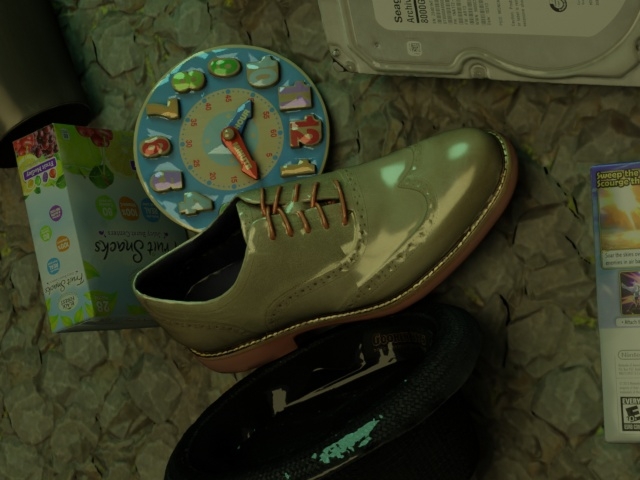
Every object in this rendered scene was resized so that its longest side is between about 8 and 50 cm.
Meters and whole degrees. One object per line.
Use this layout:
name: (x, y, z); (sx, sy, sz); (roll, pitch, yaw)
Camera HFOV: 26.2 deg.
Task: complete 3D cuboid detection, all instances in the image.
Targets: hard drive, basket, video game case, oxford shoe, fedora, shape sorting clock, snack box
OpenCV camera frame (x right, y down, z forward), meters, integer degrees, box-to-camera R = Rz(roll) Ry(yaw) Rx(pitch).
hard drive: (0.147, -0.255, 1.217); (0.339, 0.064, 0.237); (8, 128, 28)
basket: (-0.369, -0.210, 1.562); (0.204, 0.154, 0.227); (-29, 78, -16)
video game case: (0.368, 0.047, 1.152); (0.269, 0.061, 0.244); (-4, 88, 31)
oxford shoe: (0.000, 0.000, 1.305); (0.397, 0.146, 0.140); (-32, 47, 19)
fedora: (0.024, 0.198, 1.275); (0.334, 0.334, 0.152); (-23, 106, 29)
shape sorting clock: (-0.092, -0.104, 1.411); (0.206, 0.040, 0.206); (-1, 76, 4)
snack box: (-0.221, -0.011, 1.450); (0.070, 0.174, 0.207); (-19, 79, 33)

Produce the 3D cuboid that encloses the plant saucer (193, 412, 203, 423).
plant saucer: (-0.104, 0.220, 1.463); (0.083, 0.015, 0.083); (-1, 88, 31)
